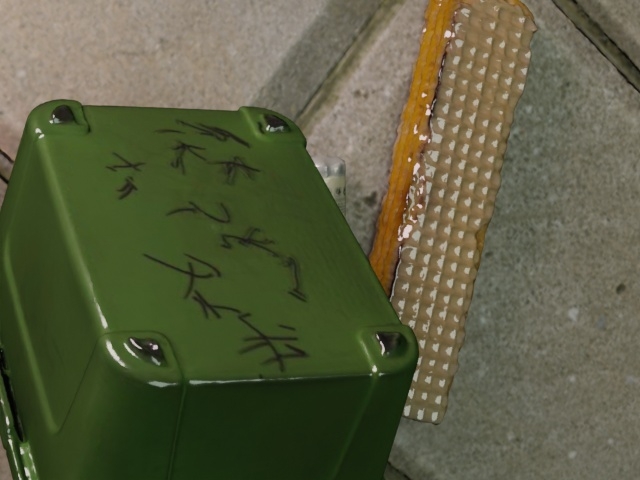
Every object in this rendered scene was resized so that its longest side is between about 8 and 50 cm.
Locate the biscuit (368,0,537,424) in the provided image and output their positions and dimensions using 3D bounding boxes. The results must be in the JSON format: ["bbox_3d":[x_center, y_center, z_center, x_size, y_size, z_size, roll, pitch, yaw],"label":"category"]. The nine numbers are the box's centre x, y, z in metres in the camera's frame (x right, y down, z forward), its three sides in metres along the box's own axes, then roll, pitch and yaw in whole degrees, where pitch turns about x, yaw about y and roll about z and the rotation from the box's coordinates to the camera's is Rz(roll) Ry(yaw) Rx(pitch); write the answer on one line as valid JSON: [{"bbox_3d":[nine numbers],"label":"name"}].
[{"bbox_3d":[0.103,-0.036,1.210,0.094,0.054,0.378,16,83,-26],"label":"biscuit"}]

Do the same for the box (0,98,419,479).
[{"bbox_3d":[-0.091,0.047,0.959,0.253,0.328,0.177,-2,129,-25],"label":"box"}]

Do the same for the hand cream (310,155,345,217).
[{"bbox_3d":[0.000,0.000,1.175,0.061,0.039,0.143,-3,101,-33],"label":"hand cream"}]
